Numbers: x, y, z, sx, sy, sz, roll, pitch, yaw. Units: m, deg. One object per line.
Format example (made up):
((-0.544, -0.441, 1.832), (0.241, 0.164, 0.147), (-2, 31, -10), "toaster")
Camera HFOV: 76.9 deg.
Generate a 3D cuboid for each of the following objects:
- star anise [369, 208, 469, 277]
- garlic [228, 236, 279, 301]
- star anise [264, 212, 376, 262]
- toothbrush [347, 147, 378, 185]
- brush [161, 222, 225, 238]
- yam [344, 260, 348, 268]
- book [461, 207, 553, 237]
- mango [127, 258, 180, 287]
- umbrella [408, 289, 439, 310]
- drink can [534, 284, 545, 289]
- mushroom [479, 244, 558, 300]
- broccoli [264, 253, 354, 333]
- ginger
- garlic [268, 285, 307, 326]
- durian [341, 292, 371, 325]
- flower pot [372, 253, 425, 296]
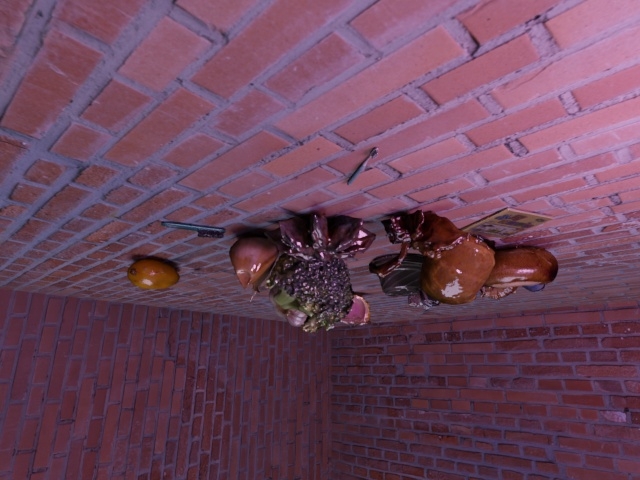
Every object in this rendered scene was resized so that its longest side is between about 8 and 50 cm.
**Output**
((0.260, 0.010, 1.169), (0.238, 0.148, 0.347), (19, 142, -37), "star anise")
((-0.234, 0.090, 1.372), (0.152, 0.196, 0.338), (18, 163, -2), "garlic")
((0.002, 0.000, 1.195), (0.333, 0.117, 0.331), (-1, 168, 0), "star anise")
((0.089, -0.154, 0.873), (0.011, 0.014, 0.167), (-3, 164, -18), "toothbrush")
((-0.392, -0.029, 1.249), (0.194, 0.032, 0.043), (6, 162, -21), "brush")
((0.045, 0.119, 1.628), (0.127, 0.084, 0.084), (-9, 160, 37), "yam")
((0.549, -0.049, 1.198), (0.168, 0.013, 0.192), (8, 161, -19), "book")
((-0.688, 0.146, 1.686), (0.177, 0.119, 0.317), (-4, 171, 5), "mango")
((0.645, 0.306, 2.151), (0.359, 0.112, 0.106), (-8, 138, 24), "umbrella")
((0.882, 0.157, 1.705), (0.097, 0.097, 0.235), (-13, 157, 36), "drink can")
((0.687, 0.105, 1.438), (0.278, 0.162, 0.297), (-29, 155, 34), "mushroom")
((-0.050, 0.185, 1.433), (0.348, 0.292, 0.281), (7, 157, -39), "broccoli")
((0.448, 0.105, 1.350), (0.201, 0.222, 0.269), (14, 168, -3), "ginger")
((-0.101, 0.261, 1.926), (0.245, 0.244, 0.253), (-18, -173, 44), "garlic")
((0.146, 0.389, 2.379), (0.306, 0.185, 0.195), (4, -178, 4), "durian")
((0.322, 0.146, 1.612), (0.236, 0.140, 0.235), (-2, 162, -1), "flower pot")
